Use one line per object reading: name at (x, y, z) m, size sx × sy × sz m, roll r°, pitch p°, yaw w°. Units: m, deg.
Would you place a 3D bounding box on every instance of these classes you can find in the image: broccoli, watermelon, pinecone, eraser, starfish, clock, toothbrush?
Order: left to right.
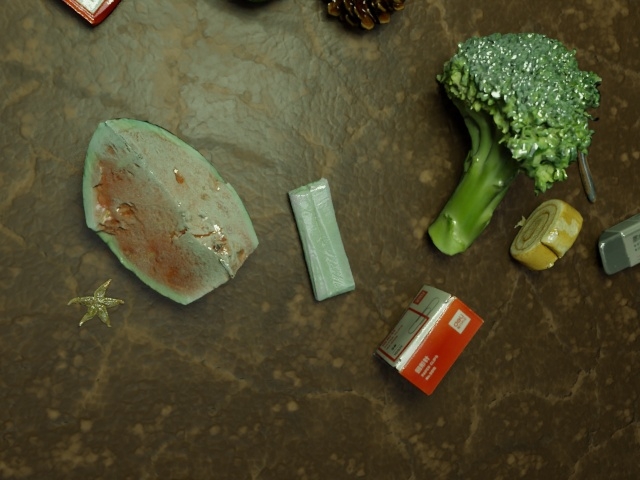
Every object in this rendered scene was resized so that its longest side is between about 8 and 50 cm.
clock at (-0.386, -0.429, 0.922) m, size 0.155 × 0.061 × 0.113 m, roll 39°, pitch 85°, yaw -20°
starfish at (-0.388, 0.107, 1.009) m, size 0.092 × 0.016 × 0.086 m, roll 8°, pitch 92°, yaw -14°
watermelon at (-0.250, -0.059, 0.940) m, size 0.224 × 0.180 × 0.305 m, roll -44°, pitch 108°, yaw -19°
pinecone at (0.089, -0.448, 1.002) m, size 0.173 × 0.173 × 0.174 m, roll -2°, pitch 97°, yaw -16°
broccoli at (0.309, -0.193, 1.067) m, size 0.274 × 0.397 × 0.353 m, roll 25°, pitch 61°, yaw 10°
toothbrush at (0.541, -0.232, 1.227) m, size 0.031 × 0.023 × 0.321 m, roll -21°, pitch 101°, yaw -5°
eraser at (0.749, -0.027, 1.291) m, size 0.352 × 0.061 × 0.089 m, roll -23°, pitch 103°, yaw -12°

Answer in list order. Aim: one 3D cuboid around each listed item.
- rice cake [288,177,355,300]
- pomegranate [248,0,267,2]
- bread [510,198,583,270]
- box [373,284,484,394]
rice cake at (0.001, -0.001, 1.091) m, size 0.080 × 0.042 × 0.222 m, roll -17°, pitch 102°, yaw -9°
pomegranate at (-0.107, -0.480, 0.908) m, size 0.181 × 0.224 × 0.182 m, roll 1°, pitch 92°, yaw 15°
bread at (0.454, -0.013, 1.177) m, size 0.073 × 0.122 × 0.149 m, roll 34°, pitch 86°, yaw -14°
box at (0.201, 0.185, 1.123) m, size 0.099 × 0.133 × 0.182 m, roll 39°, pitch 87°, yaw -15°
